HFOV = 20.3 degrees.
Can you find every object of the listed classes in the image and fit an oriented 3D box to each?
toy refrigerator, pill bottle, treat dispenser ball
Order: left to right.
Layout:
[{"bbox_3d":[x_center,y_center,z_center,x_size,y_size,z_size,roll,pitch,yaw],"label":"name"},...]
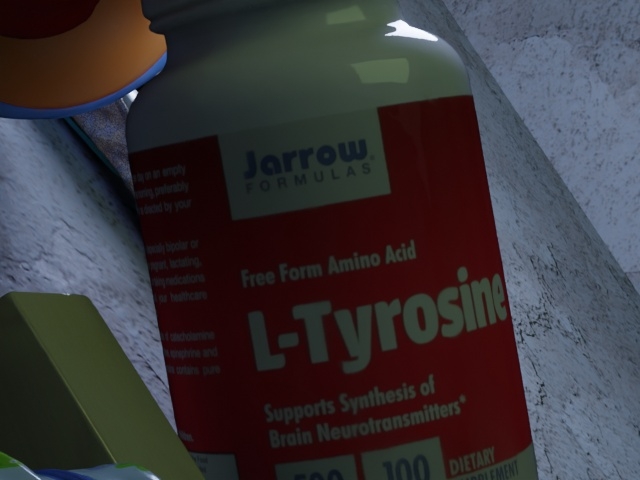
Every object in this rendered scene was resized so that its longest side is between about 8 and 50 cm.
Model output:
[{"bbox_3d":[-0.210,-0.231,1.285,0.288,0.288,0.288,43,19,-19],"label":"treat dispenser ball"},{"bbox_3d":[-0.117,0.165,1.009,0.269,0.102,0.094,54,19,17],"label":"toy refrigerator"},{"bbox_3d":[0.000,0.000,1.159,0.229,0.229,0.408,-17,97,-71],"label":"pill bottle"}]

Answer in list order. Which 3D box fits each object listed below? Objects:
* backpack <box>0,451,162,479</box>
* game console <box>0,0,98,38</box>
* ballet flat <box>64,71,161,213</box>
[{"bbox_3d":[-0.095,0.245,0.633,0.355,0.290,0.273,39,43,10],"label":"backpack"},{"bbox_3d":[-0.248,-0.331,1.099,0.386,0.060,0.342,36,47,-14],"label":"game console"},{"bbox_3d":[-0.116,-0.065,1.469,0.316,0.106,0.107,51,18,5],"label":"ballet flat"}]
